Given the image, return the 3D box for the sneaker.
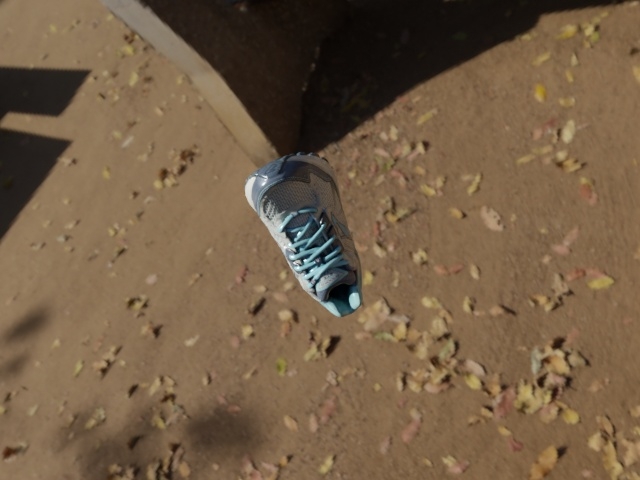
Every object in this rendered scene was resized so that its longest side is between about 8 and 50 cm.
[{"bbox_3d":[0.000,0.000,1.061,0.110,0.283,0.122,-26,55,6],"label":"sneaker"}]
